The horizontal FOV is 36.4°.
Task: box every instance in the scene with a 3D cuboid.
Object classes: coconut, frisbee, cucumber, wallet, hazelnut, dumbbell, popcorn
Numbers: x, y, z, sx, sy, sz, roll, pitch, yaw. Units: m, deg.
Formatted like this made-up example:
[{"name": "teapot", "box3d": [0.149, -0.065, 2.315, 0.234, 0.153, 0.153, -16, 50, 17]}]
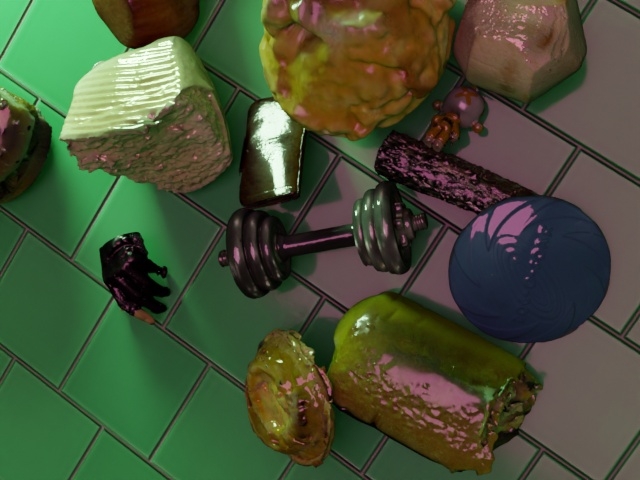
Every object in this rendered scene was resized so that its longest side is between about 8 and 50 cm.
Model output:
[{"name": "coconut", "box3d": [0.356, -0.357, 1.696, 0.241, 0.241, 0.241, 0, 91, 16]}, {"name": "frisbee", "box3d": [0.372, 0.060, 1.726, 0.289, 0.049, 0.290, 1, 111, 4]}, {"name": "cucumber", "box3d": [0.274, -0.091, 1.780, 0.359, 0.096, 0.096, 26, 98, 14]}, {"name": "wallet", "box3d": [-0.089, -0.175, 1.851, 0.137, 0.031, 0.255, -9, 55, 21]}, {"name": "hazelnut", "box3d": [-0.343, -0.482, 1.902, 0.210, 0.186, 0.210, -5, 81, 34]}, {"name": "dumbbell", "box3d": [0.000, 0.000, 1.817, 0.406, 0.179, 0.179, -11, 88, 15]}, {"name": "popcorn", "box3d": [0.066, -0.386, 1.723, 0.344, 0.354, 0.390, 4, 134, 5]}]

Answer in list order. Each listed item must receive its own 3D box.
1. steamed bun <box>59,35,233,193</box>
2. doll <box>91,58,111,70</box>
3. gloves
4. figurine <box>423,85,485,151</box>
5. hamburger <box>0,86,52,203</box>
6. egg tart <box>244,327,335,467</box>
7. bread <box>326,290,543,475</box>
[{"name": "steamed bun", "box3d": [-0.318, -0.218, 1.888, 0.290, 0.272, 0.274, -10, 53, 15]}, {"name": "doll", "box3d": [-0.430, -0.334, 1.978, 0.127, 0.084, 0.073, -16, 86, 8]}, {"name": "gloves", "box3d": [-0.377, 0.086, 1.961, 0.129, 0.106, 0.181, -25, 80, 13]}, {"name": "figurine", "box3d": [0.241, -0.227, 1.784, 0.143, 0.068, 0.101, -28, 64, -8]}, {"name": "hamburger", "box3d": [-0.725, -0.211, 2.009, 0.318, 0.195, 0.277, 24, 96, 16]}, {"name": "egg tart", "box3d": [-0.067, 0.299, 1.814, 0.279, 0.095, 0.279, 33, 130, 50]}, {"name": "bread", "box3d": [0.185, 0.260, 1.765, 0.376, 0.208, 0.251, 29, 94, 17]}]
